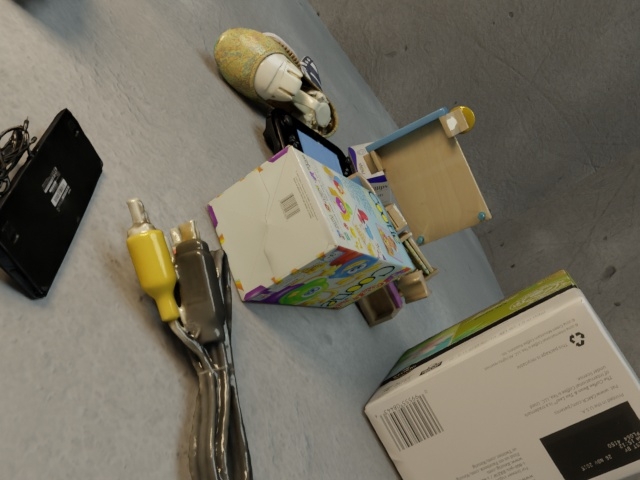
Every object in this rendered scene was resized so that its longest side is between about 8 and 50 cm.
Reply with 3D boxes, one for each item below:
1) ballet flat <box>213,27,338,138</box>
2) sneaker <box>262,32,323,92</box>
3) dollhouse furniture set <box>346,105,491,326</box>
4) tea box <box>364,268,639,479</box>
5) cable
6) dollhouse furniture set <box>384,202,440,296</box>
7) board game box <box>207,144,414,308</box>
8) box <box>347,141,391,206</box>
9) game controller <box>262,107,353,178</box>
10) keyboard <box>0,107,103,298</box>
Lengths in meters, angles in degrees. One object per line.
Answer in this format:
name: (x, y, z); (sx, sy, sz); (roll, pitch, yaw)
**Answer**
ballet flat: (-0.064, -0.295, 1.057); (0.348, 0.123, 0.123); (28, 35, -59)
sneaker: (-0.075, -0.387, 1.213); (0.282, 0.099, 0.153); (43, 28, -52)
dollhouse furniture set: (0.180, -0.053, 0.951); (0.286, 0.303, 0.198); (63, 27, -4)
tea box: (0.291, 0.229, 0.822); (0.220, 0.329, 0.323); (60, 19, 8)
cable: (-0.115, 0.103, 0.498); (0.139, 0.072, 0.287); (52, 24, -72)
dollhouse furniture set: (0.155, 0.019, 1.220); (0.182, 0.101, 0.161); (55, -5, -7)
board game box: (0.000, 0.000, 0.750); (0.275, 0.142, 0.144); (18, 45, -60)
box: (0.116, -0.136, 1.252); (0.137, 0.072, 0.126); (79, -3, -47)
game controller: (-0.003, -0.148, 1.080); (0.319, 0.067, 0.166); (17, 45, -61)
keyboard: (-0.237, -0.046, 0.442); (0.192, 0.038, 0.100); (-98, 172, -51)
